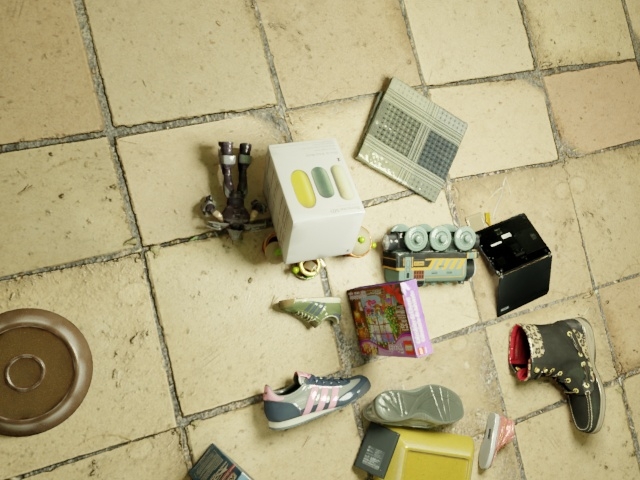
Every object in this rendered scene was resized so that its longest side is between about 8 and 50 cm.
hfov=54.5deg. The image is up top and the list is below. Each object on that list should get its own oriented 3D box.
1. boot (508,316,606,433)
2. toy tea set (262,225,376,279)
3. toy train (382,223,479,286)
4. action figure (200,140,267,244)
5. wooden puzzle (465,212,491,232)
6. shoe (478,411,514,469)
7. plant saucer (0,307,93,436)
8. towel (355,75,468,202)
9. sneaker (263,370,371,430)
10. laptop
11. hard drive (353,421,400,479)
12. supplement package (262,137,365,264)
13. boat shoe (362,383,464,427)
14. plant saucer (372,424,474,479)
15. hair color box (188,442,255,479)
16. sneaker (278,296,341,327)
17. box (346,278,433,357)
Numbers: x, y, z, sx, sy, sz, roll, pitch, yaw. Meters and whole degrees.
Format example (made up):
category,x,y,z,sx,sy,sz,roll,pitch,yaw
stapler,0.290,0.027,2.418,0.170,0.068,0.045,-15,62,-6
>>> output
category,x,y,z,sx,sy,sz,roll,pitch,yaw
boot,0.765,0.436,2.020,0.284,0.138,0.378,4,78,-22
toy tea set,0.000,0.000,1.784,0.336,0.124,0.200,-29,94,-22
toy train,0.340,0.046,1.913,0.333,0.142,0.190,0,96,-23
action figure,-0.235,-0.129,1.729,0.185,0.099,0.285,3,86,-28
wooden puzzle,0.516,-0.051,2.052,0.116,0.014,0.079,-11,83,-22
shoe,0.557,0.638,1.953,0.081,0.063,0.178,22,72,-12
plant saucer,-0.716,0.319,1.509,0.310,0.050,0.311,3,82,-22
towel,0.290,-0.320,1.985,0.324,0.056,0.312,29,77,-18
sneaker,-0.009,0.415,1.736,0.318,0.112,0.131,-17,92,-23
laptop,0.636,0.078,2.073,0.234,0.137,0.264,-20,69,-23
hard drive,0.164,0.605,1.799,0.094,0.022,0.135,17,74,24
supplement package,-0.026,-0.109,1.687,0.199,0.198,0.263,-9,58,-16
boat shoe,0.283,0.501,1.856,0.320,0.103,0.118,4,63,-26
plant saucer,0.316,0.736,1.840,0.332,0.081,0.333,14,79,-18
hair color box,-0.203,0.617,1.508,0.174,0.347,0.105,45,70,-10
sneaker,-0.024,0.208,1.780,0.192,0.064,0.086,0,78,-24
box,0.186,0.220,1.737,0.057,0.293,0.201,-13,88,-27
